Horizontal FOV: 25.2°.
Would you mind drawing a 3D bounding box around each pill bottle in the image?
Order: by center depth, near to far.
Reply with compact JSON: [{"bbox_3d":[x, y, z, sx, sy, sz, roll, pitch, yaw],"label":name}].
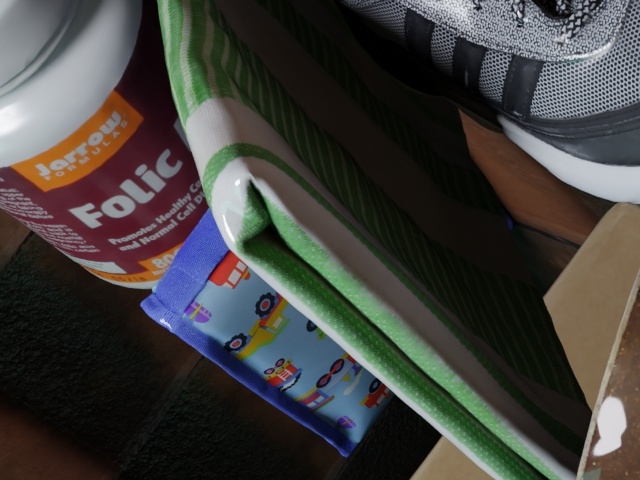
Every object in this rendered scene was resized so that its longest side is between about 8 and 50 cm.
[{"bbox_3d":[-0.208,-0.126,1.158,0.224,0.224,0.392,32,173,30],"label":"pill bottle"}]

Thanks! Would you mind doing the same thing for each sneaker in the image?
[{"bbox_3d":[0.051,-0.102,0.491,0.153,0.101,0.268,35,178,-32],"label":"sneaker"}]

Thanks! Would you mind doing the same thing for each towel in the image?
[{"bbox_3d":[0.017,-0.058,0.620,0.248,0.038,0.324,41,-155,-36],"label":"towel"}]

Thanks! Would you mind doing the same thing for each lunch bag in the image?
[{"bbox_3d":[0.000,0.000,0.980,0.138,0.221,0.293,33,173,23],"label":"lunch bag"}]

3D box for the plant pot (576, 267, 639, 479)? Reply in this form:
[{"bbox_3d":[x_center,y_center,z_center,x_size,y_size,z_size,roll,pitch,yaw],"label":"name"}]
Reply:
[{"bbox_3d":[0.234,0.075,0.519,0.230,0.215,0.215,18,167,21],"label":"plant pot"}]

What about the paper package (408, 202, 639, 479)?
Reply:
[{"bbox_3d":[0.212,0.194,0.811,0.309,0.324,0.168,33,172,30],"label":"paper package"}]
